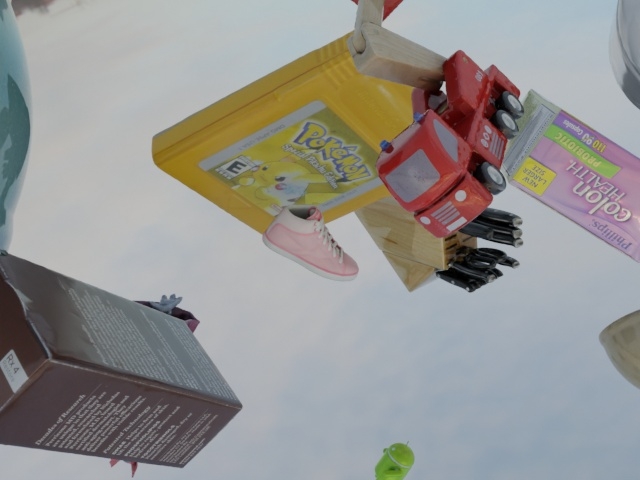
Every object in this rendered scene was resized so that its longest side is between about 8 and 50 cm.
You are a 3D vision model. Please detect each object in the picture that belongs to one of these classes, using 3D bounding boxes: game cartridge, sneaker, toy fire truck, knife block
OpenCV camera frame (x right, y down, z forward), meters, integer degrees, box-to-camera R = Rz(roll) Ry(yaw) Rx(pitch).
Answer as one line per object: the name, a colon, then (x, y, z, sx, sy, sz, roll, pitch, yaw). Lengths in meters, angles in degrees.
game cartridge: (-0.003, -0.116, 1.052, 0.324, 0.285, 0.052, -22, -123, 26)
sneaker: (0.000, 0.000, 1.032, 0.070, 0.134, 0.051, -58, -165, 28)
toy fire truck: (0.062, -0.103, 0.507, 0.047, 0.135, 0.192, -39, -164, 40)
knife block: (0.194, -0.033, 1.330, 0.088, 0.275, 0.242, -22, 161, -36)

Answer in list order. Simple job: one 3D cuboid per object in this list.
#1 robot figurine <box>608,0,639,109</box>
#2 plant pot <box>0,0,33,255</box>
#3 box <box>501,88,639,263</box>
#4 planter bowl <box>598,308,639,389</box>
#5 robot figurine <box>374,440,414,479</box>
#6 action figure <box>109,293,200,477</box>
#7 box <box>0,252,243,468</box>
robot figurine: (0.397, -0.217, 0.812, 0.200, 0.299, 0.353, -31, 173, 16)
plant pot: (-0.315, -0.128, 0.527, 0.293, 0.293, 0.196, 7, -104, 48)
box: (0.374, -0.102, 1.171, 0.117, 0.214, 0.243, -57, -175, 17)
planter bowl: (0.504, 0.167, 1.187, 0.162, 0.162, 0.109, -19, -118, 10)
robot figurine: (0.165, 0.499, 1.815, 0.115, 0.067, 0.101, -59, -177, 19)
action figure: (-0.331, 0.296, 1.552, 0.248, 0.370, 0.276, 6, -166, -20)
box: (-0.286, 0.166, 1.043, 0.143, 0.381, 0.191, -45, -123, 5)
